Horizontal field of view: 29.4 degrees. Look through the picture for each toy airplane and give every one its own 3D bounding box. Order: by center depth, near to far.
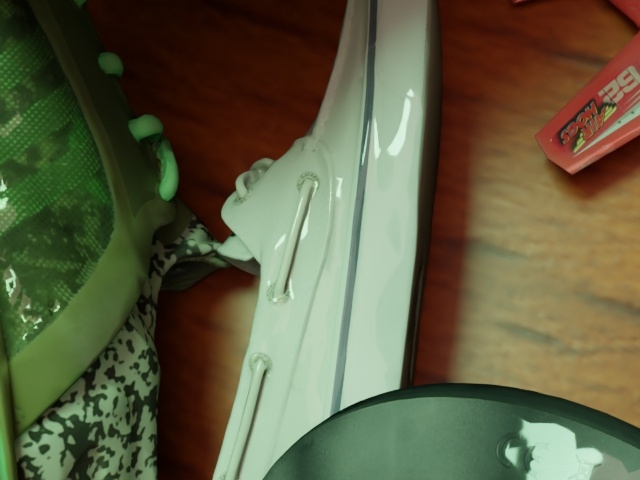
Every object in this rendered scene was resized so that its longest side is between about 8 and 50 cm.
[{"bbox_3d":[0.137,-0.094,0.520,0.151,0.028,0.151,-3,74,10],"label":"toy airplane"}]

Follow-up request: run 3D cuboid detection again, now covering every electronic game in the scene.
[{"bbox_3d":[0.067,0.153,0.406,0.229,0.048,0.229,13,116,28],"label":"electronic game"}]

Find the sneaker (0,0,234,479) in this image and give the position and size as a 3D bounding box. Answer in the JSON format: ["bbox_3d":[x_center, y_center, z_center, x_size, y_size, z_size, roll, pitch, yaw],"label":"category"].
[{"bbox_3d":[-0.123,-0.027,0.499,0.158,0.182,0.410,-10,77,47],"label":"sneaker"}]

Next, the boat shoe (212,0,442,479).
[{"bbox_3d":[0.000,0.000,0.491,0.084,0.095,0.258,6,76,9],"label":"boat shoe"}]
